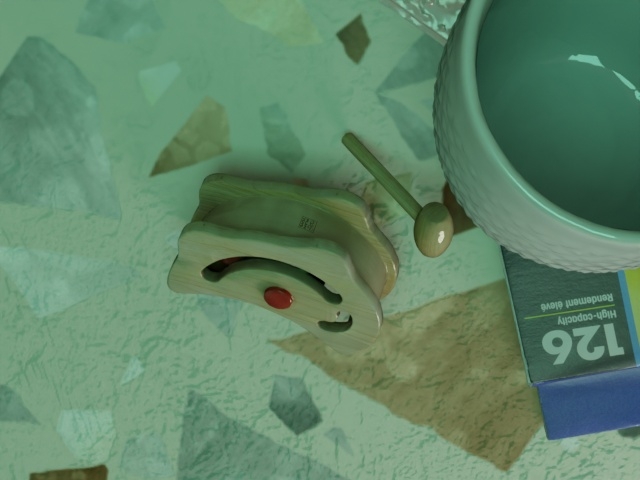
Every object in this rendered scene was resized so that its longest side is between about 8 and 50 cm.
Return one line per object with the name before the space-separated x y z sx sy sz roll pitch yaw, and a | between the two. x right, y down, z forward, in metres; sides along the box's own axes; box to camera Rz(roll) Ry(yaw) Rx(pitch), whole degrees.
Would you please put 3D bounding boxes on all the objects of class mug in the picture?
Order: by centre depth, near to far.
mug | 0.246 -0.151 1.611 0.276 0.328 0.374 24 81 -1

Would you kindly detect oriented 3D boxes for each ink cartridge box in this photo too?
ink cartridge box | 0.329 0.041 1.845 0.303 0.072 0.307 -11 107 11

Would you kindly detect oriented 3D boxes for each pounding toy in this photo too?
pounding toy | 0.000 0.000 1.876 0.269 0.155 0.154 8 141 15

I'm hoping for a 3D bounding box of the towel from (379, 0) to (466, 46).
towel | 0.139 -0.347 1.730 0.317 0.053 0.332 32 113 -5
